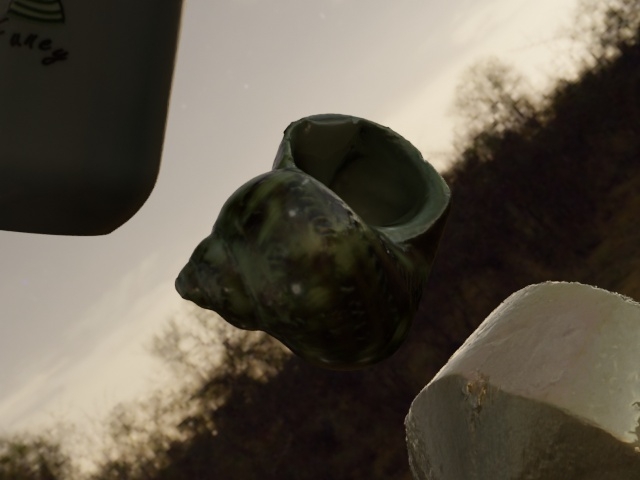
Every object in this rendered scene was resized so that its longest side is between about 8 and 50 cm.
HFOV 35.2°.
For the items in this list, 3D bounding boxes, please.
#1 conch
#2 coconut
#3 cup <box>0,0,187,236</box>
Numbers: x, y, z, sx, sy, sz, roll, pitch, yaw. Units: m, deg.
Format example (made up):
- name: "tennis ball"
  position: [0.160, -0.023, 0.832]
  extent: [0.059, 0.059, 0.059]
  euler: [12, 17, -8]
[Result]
- name: "conch"
  position: [-0.002, 0.002, 0.678]
  extent: [0.181, 0.187, 0.124]
  euler: [12, -45, -42]
- name: "coconut"
  position: [0.190, 0.170, 0.809]
  extent: [0.244, 0.239, 0.239]
  euler: [-44, -2, -43]
- name: "cup"
  position: [-0.191, -0.166, 0.690]
  extent: [0.205, 0.205, 0.312]
  euler: [-11, -71, -78]
